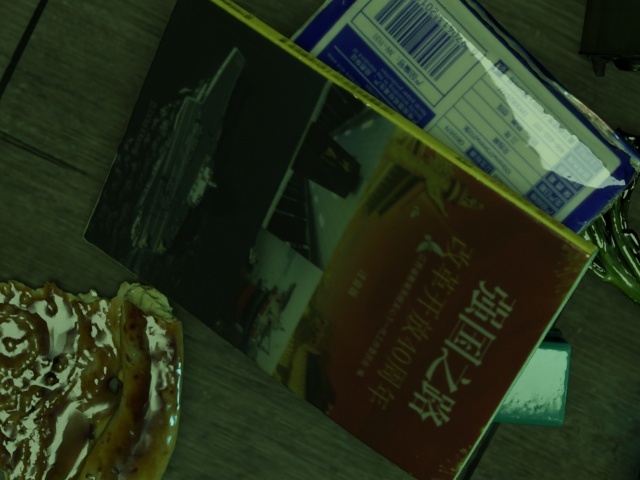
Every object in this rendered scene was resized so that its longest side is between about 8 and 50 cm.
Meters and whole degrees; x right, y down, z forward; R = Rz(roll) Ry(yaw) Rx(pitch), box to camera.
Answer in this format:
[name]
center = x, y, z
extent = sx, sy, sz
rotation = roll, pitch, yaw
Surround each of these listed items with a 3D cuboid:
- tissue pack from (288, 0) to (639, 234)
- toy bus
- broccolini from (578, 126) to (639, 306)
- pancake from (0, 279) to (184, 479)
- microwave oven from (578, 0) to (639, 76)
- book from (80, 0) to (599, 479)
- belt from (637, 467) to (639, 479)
[tissue pack]
center = 0.095, -0.083, 1.401
extent = 0.269, 0.137, 0.209
rotation = 45, 113, 6
[toy bus]
center = 0.121, 0.108, 1.471
extent = 0.160, 0.092, 0.079
rotation = 5, 96, -2
[broccolini]
center = 0.292, 0.003, 1.464
extent = 0.271, 0.062, 0.123
rotation = 35, 109, 7
[pancake]
center = -0.233, 0.133, 1.484
extent = 0.244, 0.057, 0.266
rotation = 34, 96, -4
[microwave oven]
center = 0.353, -0.261, 1.279
extent = 0.247, 0.394, 0.333
rotation = 6, 97, -1
[book]
center = 0.000, 0.000, 1.377
extent = 0.374, 0.028, 0.262
rotation = 35, 124, 13
[belt]
center = 0.345, 0.179, 1.457
extent = 0.141, 0.082, 0.190
rotation = 36, 63, 15
